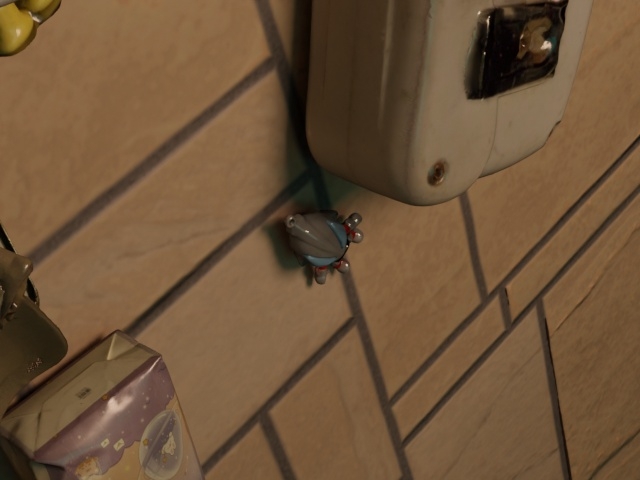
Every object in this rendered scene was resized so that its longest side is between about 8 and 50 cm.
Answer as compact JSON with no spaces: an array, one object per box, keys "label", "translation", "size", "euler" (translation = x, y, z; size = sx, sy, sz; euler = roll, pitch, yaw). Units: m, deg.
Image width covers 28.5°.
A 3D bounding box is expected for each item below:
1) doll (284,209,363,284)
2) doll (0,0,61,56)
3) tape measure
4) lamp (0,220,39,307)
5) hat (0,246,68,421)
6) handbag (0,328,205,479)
[{"label":"doll","translation":[0.001,0.001,0.967],"size":[0.057,0.039,0.114],"euler":[-33,158,15]},{"label":"doll","translation":[-0.185,-0.180,0.606],"size":[0.129,0.081,0.207],"euler":[-63,144,-32]},{"label":"tape measure","translation":[0.098,-0.168,0.913],"size":[0.265,0.130,0.258],"euler":[-22,124,-42]},{"label":"lamp","translation":[-0.290,0.023,0.627],"size":[0.266,0.047,0.269],"euler":[-42,138,-27]},{"label":"hat","translation":[-0.209,0.078,0.676],"size":[0.175,0.085,0.147],"euler":[84,30,-71]},{"label":"handbag","translation":[-0.134,0.160,0.855],"size":[0.117,0.095,0.173],"euler":[-38,133,-25]}]
